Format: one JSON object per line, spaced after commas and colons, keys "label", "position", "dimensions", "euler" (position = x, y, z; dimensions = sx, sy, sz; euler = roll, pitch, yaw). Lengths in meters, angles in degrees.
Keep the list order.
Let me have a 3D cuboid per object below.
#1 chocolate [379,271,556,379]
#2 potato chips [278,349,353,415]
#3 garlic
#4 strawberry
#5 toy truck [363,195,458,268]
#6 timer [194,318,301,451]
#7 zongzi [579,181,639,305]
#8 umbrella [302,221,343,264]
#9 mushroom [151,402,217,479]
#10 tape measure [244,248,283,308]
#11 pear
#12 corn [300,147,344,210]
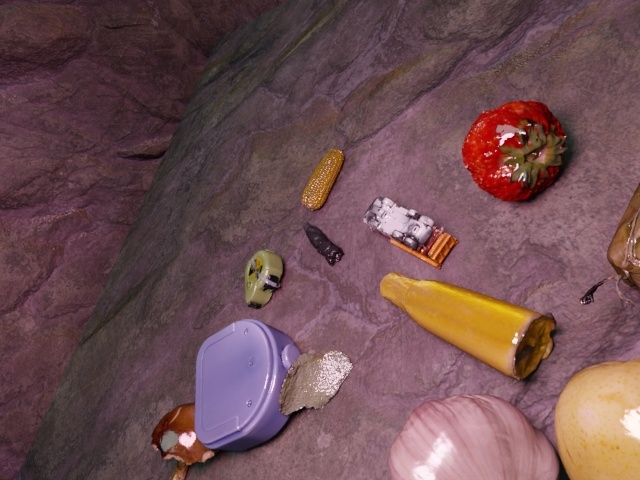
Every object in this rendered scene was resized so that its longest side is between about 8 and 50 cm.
{"label": "chocolate", "position": [0.334, 0.175, 1.099], "dimensions": [0.445, 0.162, 0.162], "euler": [23, 80, 51]}
{"label": "potato chips", "position": [-0.017, 0.404, 1.263], "dimensions": [0.059, 0.228, 0.167], "euler": [155, 106, -71]}
{"label": "garlic", "position": [0.283, 0.442, 0.864], "dimensions": [0.317, 0.317, 0.259], "euler": [-53, 31, 0]}
{"label": "strawberry", "position": [0.490, -0.243, 1.167], "dimensions": [0.257, 0.257, 0.277], "euler": [-51, 29, 2]}
{"label": "toy truck", "position": [0.258, -0.032, 1.304], "dimensions": [0.270, 0.135, 0.114], "euler": [33, 85, 43]}
{"label": "timer", "position": [-0.212, 0.432, 1.370], "dimensions": [0.395, 0.173, 0.394], "euler": [-23, 49, 30]}
{"label": "zongzi", "position": [0.690, -0.062, 0.938], "dimensions": [0.447, 0.181, 0.418], "euler": [-41, 29, 17]}
{"label": "umbrella", "position": [0.000, 0.000, 1.557], "dimensions": [0.066, 0.059, 0.235], "euler": [-32, 41, -8]}
{"label": "mushroom", "position": [-0.461, 0.672, 1.451], "dimensions": [0.301, 0.208, 0.233], "euler": [-48, 1, 21]}
{"label": "tape measure", "position": [-0.208, 0.124, 1.621], "dimensions": [0.175, 0.106, 0.200], "euler": [-41, 40, 32]}
{"label": "pear", "position": [0.540, 0.331, 0.698], "dimensions": [0.309, 0.309, 0.309], "euler": [-22, 51, 30]}
{"label": "corn", "position": [0.010, -0.232, 1.673], "dimensions": [0.091, 0.091, 0.260], "euler": [13, 71, 42]}
